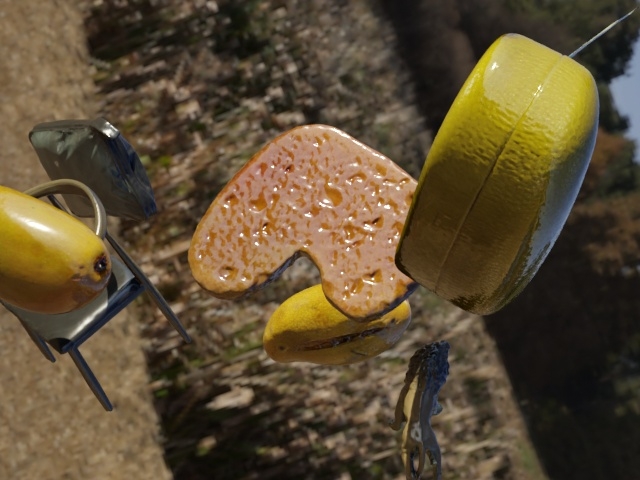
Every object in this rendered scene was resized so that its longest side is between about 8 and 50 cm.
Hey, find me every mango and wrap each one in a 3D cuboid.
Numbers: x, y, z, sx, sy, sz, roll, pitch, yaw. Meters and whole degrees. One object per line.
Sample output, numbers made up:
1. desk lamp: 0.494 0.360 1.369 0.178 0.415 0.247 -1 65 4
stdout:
1. mango: 0.028 0.162 2.193 0.120 0.295 0.177 -102 172 -54
2. mango: -0.362 0.008 1.381 0.113 0.253 0.138 -54 161 -43

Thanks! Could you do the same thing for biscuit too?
1. biscuit: 0.000 0.001 1.410 0.277 0.262 0.052 32 -13 18

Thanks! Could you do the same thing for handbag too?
1. handbag: -0.395 -0.121 2.004 0.332 0.075 0.192 6 -54 55

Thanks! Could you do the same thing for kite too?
1. kite: 0.355 -0.257 1.767 0.015 0.169 0.310 53 -33 -1

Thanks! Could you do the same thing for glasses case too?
1. glasses case: 0.174 -0.038 1.157 0.141 0.173 0.371 31 -23 10

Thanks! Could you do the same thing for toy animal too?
1. toy animal: 0.120 0.229 1.419 0.086 0.069 0.220 106 -12 -76

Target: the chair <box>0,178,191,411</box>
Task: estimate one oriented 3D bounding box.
1. chair: -0.328 0.069 1.575 0.188 0.166 0.272 30 -28 40
